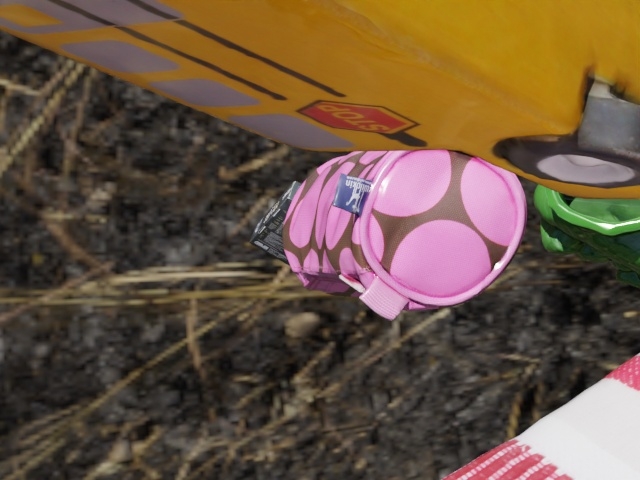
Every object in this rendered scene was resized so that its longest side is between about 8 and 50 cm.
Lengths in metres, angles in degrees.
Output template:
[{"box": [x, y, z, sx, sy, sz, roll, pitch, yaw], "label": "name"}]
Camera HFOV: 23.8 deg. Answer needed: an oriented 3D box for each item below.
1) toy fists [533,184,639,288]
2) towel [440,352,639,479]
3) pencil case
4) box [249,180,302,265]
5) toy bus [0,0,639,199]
[{"box": [0.309, -0.006, 1.218, 0.279, 0.142, 0.096, 9, 80, 17], "label": "toy fists"}, {"box": [0.067, 0.095, 0.351, 0.037, 0.329, 0.237, 62, 167, -16], "label": "towel"}, {"box": [0.034, -0.006, 0.825, 0.095, 0.209, 0.098, 28, 85, -8], "label": "pencil case"}, {"box": [0.000, 0.000, 1.083, 0.083, 0.018, 0.067, 29, 140, -10], "label": "box"}, {"box": [-0.018, -0.095, 0.387, 0.130, 0.333, 0.108, 0, 78, 39], "label": "toy bus"}]
